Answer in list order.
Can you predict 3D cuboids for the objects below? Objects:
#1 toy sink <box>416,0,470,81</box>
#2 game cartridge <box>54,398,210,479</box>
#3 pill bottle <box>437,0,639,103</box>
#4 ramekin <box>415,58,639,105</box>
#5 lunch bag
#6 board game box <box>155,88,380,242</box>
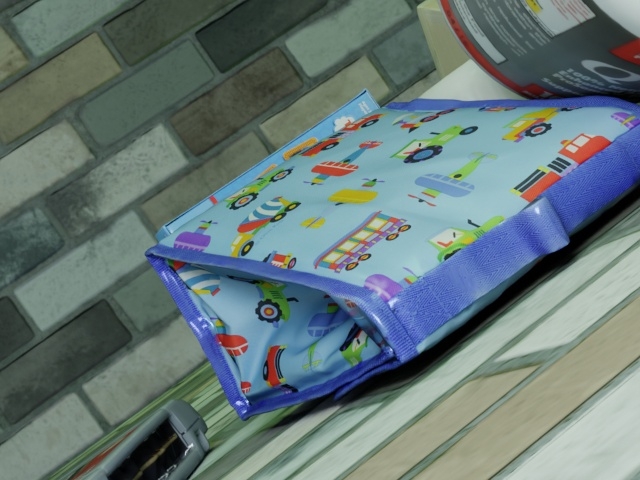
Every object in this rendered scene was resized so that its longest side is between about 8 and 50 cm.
[{"bbox_3d":[0.222,-0.161,1.548,0.153,0.234,0.131,-35,30,-24],"label":"toy sink"},{"bbox_3d":[-0.186,0.203,1.050,0.196,0.060,0.294,-39,0,9],"label":"game cartridge"},{"bbox_3d":[0.197,-0.190,0.844,0.210,0.210,0.363,-35,4,-8],"label":"pill bottle"},{"bbox_3d":[0.186,-0.111,1.184,0.273,0.127,0.273,-35,0,0],"label":"ramekin"},{"bbox_3d":[0.060,-0.004,0.937,0.221,0.138,0.293,-33,9,-25],"label":"lunch bag"},{"bbox_3d":[0.000,0.000,1.234,0.211,0.160,0.039,-35,0,-21],"label":"board game box"}]
